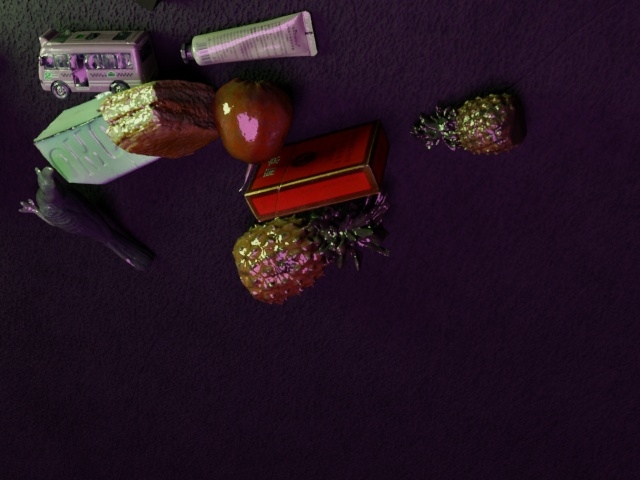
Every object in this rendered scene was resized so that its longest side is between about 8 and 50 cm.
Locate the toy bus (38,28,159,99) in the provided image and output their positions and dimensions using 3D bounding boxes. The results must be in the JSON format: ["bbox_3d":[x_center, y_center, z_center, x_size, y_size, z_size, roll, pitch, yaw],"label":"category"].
[{"bbox_3d":[-0.396,-0.315,1.514,0.198,0.096,0.108,2,124,9],"label":"toy bus"}]

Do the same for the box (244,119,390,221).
[{"bbox_3d":[-0.003,-0.125,1.532,0.239,0.153,0.074,-13,128,22],"label":"box"}]

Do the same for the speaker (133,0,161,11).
[{"bbox_3d":[-0.253,-0.466,1.392,0.040,0.046,0.191,28,130,-7],"label":"speaker"}]

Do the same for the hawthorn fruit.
[{"bbox_3d":[-0.107,-0.199,1.498,0.149,0.149,0.189,-12,117,22],"label":"hawthorn fruit"}]

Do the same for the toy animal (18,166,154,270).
[{"bbox_3d":[-0.504,-0.054,1.720,0.205,0.081,0.367,14,157,29],"label":"toy animal"}]

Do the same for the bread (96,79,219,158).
[{"bbox_3d":[-0.273,-0.212,1.499,0.138,0.196,0.102,-23,79,29],"label":"bread"}]

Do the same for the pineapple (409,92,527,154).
[{"bbox_3d":[0.248,-0.193,1.463,0.197,0.108,0.108,-3,128,31],"label":"pineapple"}]

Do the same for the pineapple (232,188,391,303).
[{"bbox_3d":[0.000,0.000,1.645,0.340,0.169,0.169,-26,118,20],"label":"pineapple"}]

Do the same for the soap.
[{"bbox_3d":[-0.416,-0.188,1.622,0.230,0.091,0.145,-21,120,25],"label":"soap"}]

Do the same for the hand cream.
[{"bbox_3d":[-0.125,-0.339,1.467,0.233,0.050,0.080,-5,126,12],"label":"hand cream"}]
